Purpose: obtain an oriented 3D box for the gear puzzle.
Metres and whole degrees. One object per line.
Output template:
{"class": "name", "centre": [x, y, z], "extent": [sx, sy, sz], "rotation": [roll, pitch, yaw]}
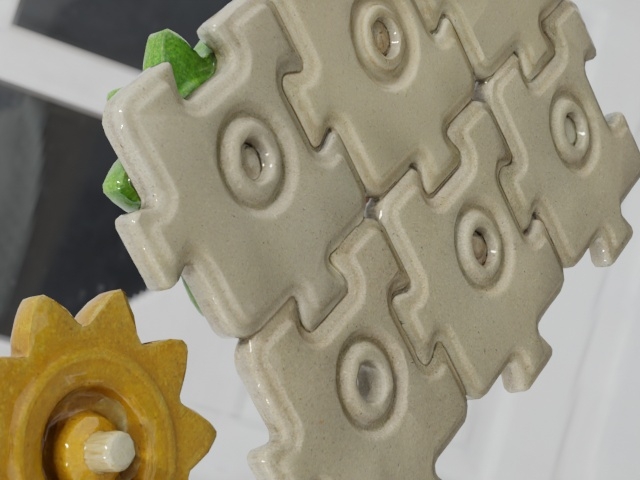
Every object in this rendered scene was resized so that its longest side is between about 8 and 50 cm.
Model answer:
{"class": "gear puzzle", "centre": [0.000, 0.000, 0.540], "extent": [0.044, 0.175, 0.339], "rotation": [-10, 25, 40]}
